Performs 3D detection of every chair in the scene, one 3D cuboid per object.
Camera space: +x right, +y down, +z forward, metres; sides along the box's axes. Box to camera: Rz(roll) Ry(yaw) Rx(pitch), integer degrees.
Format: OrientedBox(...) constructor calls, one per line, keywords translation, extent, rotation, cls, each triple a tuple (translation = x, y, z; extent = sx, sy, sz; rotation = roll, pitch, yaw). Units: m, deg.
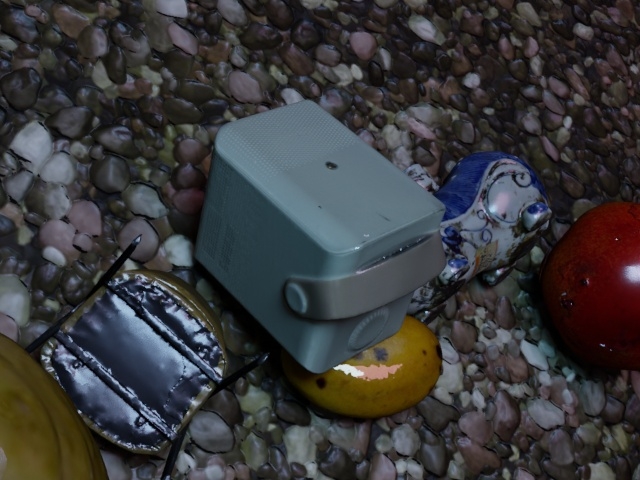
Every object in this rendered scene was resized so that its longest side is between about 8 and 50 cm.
OrientedBox(translation=(-0.157, 0.100, 0.951), extent=(0.159, 0.247, 0.172), rotation=(43, 76, -5), cls="chair")

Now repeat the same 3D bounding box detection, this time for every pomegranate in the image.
OrientedBox(translation=(0.379, 0.054, 1.282), extent=(0.210, 0.210, 0.235), rotation=(60, 25, 8), cls="pomegranate")

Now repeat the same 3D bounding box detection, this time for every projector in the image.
OrientedBox(translation=(0.000, 0.000, 1.040), extent=(0.163, 0.177, 0.242), rotation=(-25, 53, -38), cls="projector")

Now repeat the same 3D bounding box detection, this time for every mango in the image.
OrientedBox(translation=(0.048, 0.133, 1.105), extent=(0.178, 0.090, 0.115), rotation=(-6, 57, -30), cls="mango")

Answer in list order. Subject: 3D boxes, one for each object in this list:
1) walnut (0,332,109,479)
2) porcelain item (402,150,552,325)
OrientedBox(translation=(-0.328, 0.201, 0.677), extent=(0.398, 0.308, 0.354), rotation=(20, 68, 22), cls="walnut")
OrientedBox(translation=(0.136, -0.023, 1.225), extent=(0.288, 0.138, 0.186), rotation=(-28, 65, -33), cls="porcelain item")
